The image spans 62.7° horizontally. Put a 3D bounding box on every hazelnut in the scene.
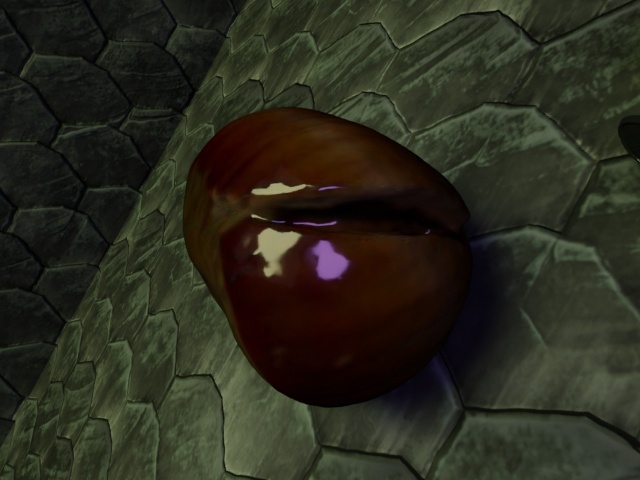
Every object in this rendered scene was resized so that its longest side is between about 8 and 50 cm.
[{"bbox_3d":[0.000,0.000,0.671,0.409,0.359,0.359,31,92,49],"label":"hazelnut"}]

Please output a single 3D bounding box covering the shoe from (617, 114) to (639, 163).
[{"bbox_3d":[0.367,-0.093,0.501,0.053,0.062,0.159,-34,30,-4],"label":"shoe"}]
